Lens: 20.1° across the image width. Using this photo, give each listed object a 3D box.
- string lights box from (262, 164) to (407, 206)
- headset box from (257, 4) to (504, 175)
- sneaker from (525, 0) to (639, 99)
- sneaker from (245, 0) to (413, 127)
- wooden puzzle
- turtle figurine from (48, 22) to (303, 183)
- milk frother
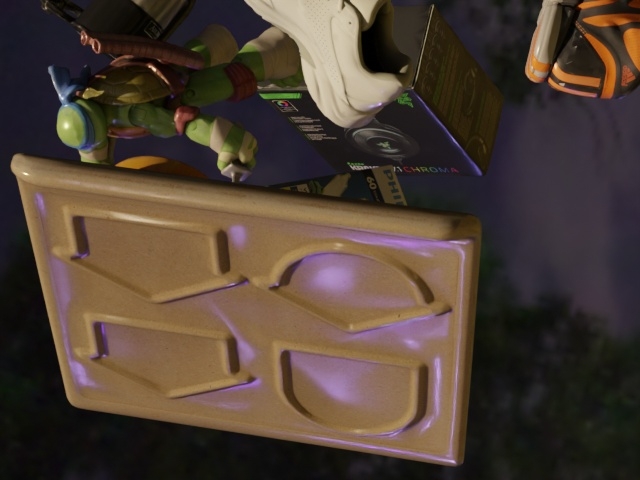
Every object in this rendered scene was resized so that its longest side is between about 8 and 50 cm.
[{"bbox_3d":[0.000,0.000,2.022,0.260,0.077,0.133,-13,-100,-50],"label":"string lights box"},{"bbox_3d":[0.081,-0.208,2.474,0.283,0.246,0.131,44,-125,-54],"label":"headset box"},{"bbox_3d":[0.376,-0.316,2.242,0.124,0.180,0.321,102,-175,-77],"label":"sneaker"},{"bbox_3d":[0.011,-0.220,1.638,0.232,0.115,0.090,53,-131,-11],"label":"sneaker"},{"bbox_3d":[-0.044,0.043,1.334,0.348,0.322,0.080,86,-166,-56],"label":"wooden puzzle"},{"bbox_3d":[-0.140,-0.099,1.824,0.266,0.274,0.198,-38,0,-39],"label":"turtle figurine"},{"bbox_3d":[-0.212,-0.267,1.909,0.134,0.143,0.129,-52,-3,-5],"label":"milk frother"}]
